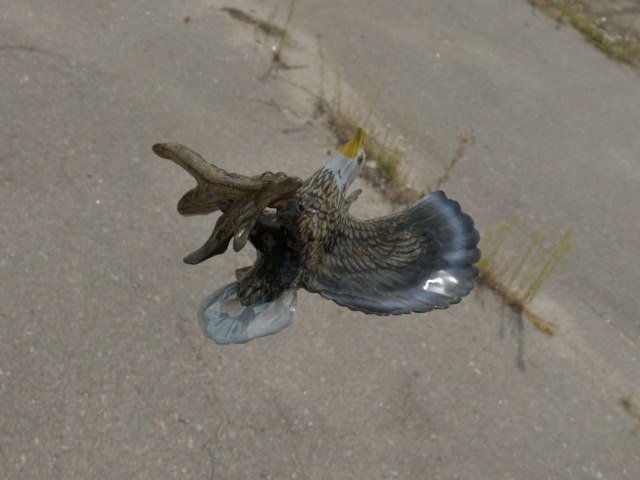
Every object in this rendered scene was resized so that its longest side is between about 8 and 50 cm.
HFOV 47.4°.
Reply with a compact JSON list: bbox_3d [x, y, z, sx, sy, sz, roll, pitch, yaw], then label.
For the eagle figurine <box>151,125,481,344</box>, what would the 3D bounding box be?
[{"bbox_3d":[0.008,-0.008,0.750,0.298,0.225,0.226,27,33,-53],"label":"eagle figurine"}]
